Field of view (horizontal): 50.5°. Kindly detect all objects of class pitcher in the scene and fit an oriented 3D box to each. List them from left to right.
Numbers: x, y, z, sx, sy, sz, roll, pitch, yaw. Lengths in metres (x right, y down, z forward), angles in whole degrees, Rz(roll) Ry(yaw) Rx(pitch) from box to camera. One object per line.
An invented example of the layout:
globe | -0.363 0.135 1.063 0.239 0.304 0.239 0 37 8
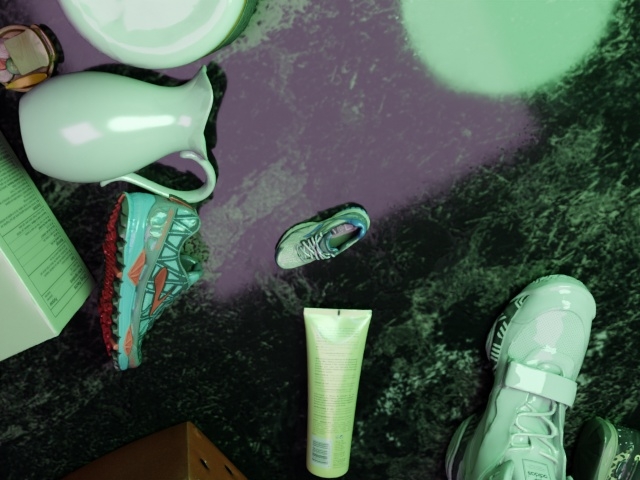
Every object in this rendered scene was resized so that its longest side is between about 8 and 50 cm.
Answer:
pitcher | -0.229 -0.113 0.800 0.207 0.125 0.177 -7 124 -11

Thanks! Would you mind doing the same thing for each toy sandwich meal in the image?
toy sandwich meal | -0.353 -0.214 0.799 0.086 0.029 0.085 -1 108 -2

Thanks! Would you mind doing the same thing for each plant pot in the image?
plant pot | -0.207 0.409 0.905 0.236 0.267 0.267 -40 106 -1

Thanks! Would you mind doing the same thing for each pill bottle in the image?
pill bottle | -0.142 -0.257 0.662 0.162 0.278 0.162 -1 108 -2

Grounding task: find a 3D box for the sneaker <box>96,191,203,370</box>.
sneaker | -0.208 0.062 0.856 0.125 0.104 0.261 -2 127 -27

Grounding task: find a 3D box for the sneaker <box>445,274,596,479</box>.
sneaker | 0.282 0.237 0.878 0.138 0.210 0.365 17 107 -8

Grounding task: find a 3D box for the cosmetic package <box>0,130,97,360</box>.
cosmetic package | -0.407 -0.027 0.793 0.113 0.160 0.309 -23 107 7

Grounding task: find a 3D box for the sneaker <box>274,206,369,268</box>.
sneaker | 0.000 0.000 0.869 0.135 0.058 0.052 -28 107 8

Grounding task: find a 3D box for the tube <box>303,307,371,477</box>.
tube | 0.018 0.208 0.944 0.070 0.062 0.240 -11 109 -45

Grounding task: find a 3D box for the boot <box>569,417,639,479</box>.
boot | 0.456 0.378 0.999 0.179 0.085 0.236 7 108 -7
